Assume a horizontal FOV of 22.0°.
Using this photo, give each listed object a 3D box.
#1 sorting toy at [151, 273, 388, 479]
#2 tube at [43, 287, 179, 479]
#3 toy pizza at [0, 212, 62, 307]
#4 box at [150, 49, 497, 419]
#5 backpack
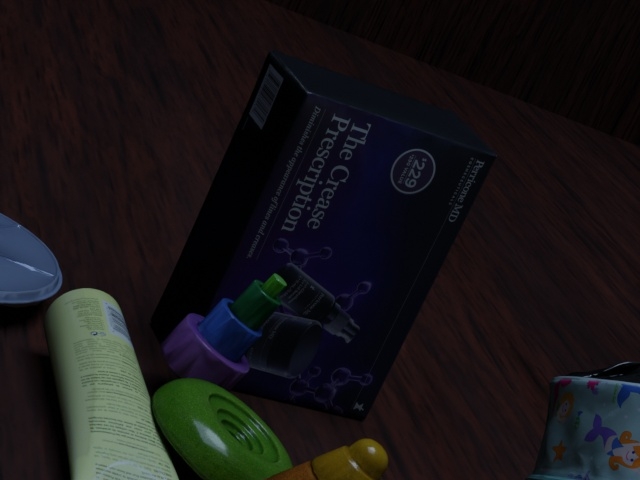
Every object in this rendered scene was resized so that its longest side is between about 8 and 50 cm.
[{"bbox_3d":[-0.029,0.121,1.141,0.127,0.126,0.365,38,12,-25],"label":"sorting toy"},{"bbox_3d":[-0.151,0.121,1.158,0.070,0.062,0.240,-19,34,-7],"label":"tube"},{"bbox_3d":[-0.304,0.007,1.315,0.201,0.032,0.201,22,16,-7],"label":"toy pizza"},{"bbox_3d":[0.000,0.000,1.364,0.184,0.261,0.103,15,20,-29],"label":"box"},{"bbox_3d":[0.285,0.194,1.259,0.253,0.191,0.225,25,-11,-20],"label":"backpack"}]
